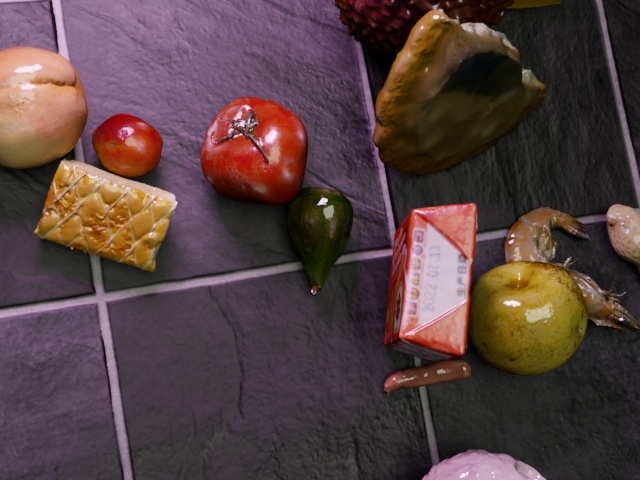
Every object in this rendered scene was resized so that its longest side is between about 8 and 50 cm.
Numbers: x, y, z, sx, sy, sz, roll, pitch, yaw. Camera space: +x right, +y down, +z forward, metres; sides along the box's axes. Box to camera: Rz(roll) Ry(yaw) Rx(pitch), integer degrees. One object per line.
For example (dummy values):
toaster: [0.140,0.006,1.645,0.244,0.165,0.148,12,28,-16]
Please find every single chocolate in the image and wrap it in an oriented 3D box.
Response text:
chocolate: [0.171,0.070,1.299,0.108,0.237,0.234,7,81,0]

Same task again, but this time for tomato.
tomato: [-0.092,-0.138,1.295,0.187,0.187,0.151,-50,134,-15]

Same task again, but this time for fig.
fig: [0.000,0.000,1.334,0.117,0.117,0.177,-5,100,-15]

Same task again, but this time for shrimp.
shrimp: [0.467,0.051,1.467,0.296,0.058,0.169,30,75,-5]

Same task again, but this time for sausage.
sausage: [0.180,0.229,1.378,0.158,0.036,0.042,-10,95,-14]

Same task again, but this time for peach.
peach: [-0.436,-0.201,1.214,0.184,0.184,0.184,2,82,-14]
peach: [-0.304,-0.149,1.276,0.101,0.101,0.100,2,82,-14]

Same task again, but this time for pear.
pear: [0.341,0.136,1.353,0.197,0.197,0.197,2,82,-14]

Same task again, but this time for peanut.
peanut: [0.588,0.011,1.489,0.187,0.082,0.082,42,75,-4]

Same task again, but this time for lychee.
lychee: [0.161,-0.440,1.328,0.330,0.306,0.306,17,79,-18]

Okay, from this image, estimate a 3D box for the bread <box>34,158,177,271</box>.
bread: [-0.325,-0.040,1.252,0.188,0.068,0.125,19,105,-11]

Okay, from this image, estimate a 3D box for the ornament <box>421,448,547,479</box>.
ornament: [0.262,0.447,1.254,0.259,0.259,0.225,28,104,-9]

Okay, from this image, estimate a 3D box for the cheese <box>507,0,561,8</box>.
cheese: [0.369,-0.477,1.489,0.171,0.093,0.126,-27,90,-14]

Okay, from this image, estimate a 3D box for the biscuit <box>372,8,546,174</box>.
biscuit: [0.244,-0.238,1.332,0.335,0.329,0.078,-15,53,-22]
